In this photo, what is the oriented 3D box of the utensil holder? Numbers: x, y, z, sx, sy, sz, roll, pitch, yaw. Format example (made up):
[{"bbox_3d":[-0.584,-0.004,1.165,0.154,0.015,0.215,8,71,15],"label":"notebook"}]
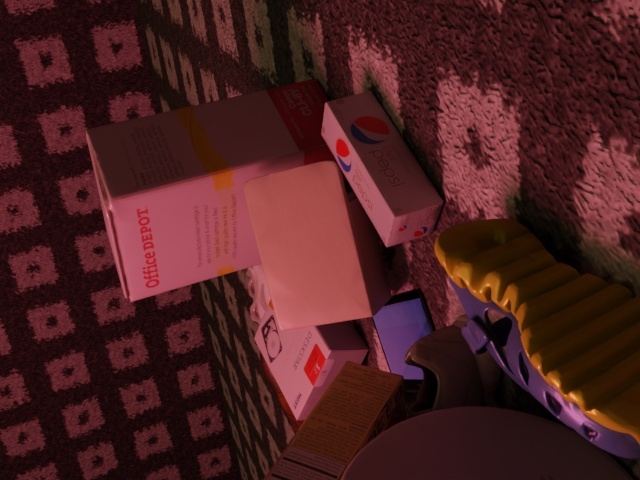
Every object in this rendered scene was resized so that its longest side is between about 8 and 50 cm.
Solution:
[{"bbox_3d":[0.169,0.421,0.801,0.327,0.328,0.385,-132,32,-54],"label":"utensil holder"}]

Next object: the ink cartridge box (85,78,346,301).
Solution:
[{"bbox_3d":[-0.165,-0.081,1.252,0.279,0.385,0.160,99,149,-54],"label":"ink cartridge box"}]

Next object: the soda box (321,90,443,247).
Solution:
[{"bbox_3d":[0.077,-0.100,1.015,0.069,0.074,0.216,98,150,-53],"label":"soda box"}]

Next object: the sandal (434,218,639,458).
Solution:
[{"bbox_3d":[0.218,0.096,0.715,0.317,0.126,0.138,-121,17,-60],"label":"sandal"}]

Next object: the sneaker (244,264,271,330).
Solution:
[{"bbox_3d":[-0.104,0.043,1.673,0.146,0.123,0.330,-33,72,53],"label":"sneaker"}]

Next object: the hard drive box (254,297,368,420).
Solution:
[{"bbox_3d":[-0.024,0.199,1.473,0.232,0.089,0.181,53,129,45],"label":"hard drive box"}]

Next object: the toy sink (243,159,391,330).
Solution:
[{"bbox_3d":[0.000,0.000,1.149,0.131,0.153,0.234,-31,-73,-68],"label":"toy sink"}]

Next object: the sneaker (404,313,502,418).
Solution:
[{"bbox_3d":[0.172,0.231,0.951,0.099,0.121,0.262,175,79,-73],"label":"sneaker"}]

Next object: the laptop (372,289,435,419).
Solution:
[{"bbox_3d":[0.092,0.230,1.165,0.137,0.264,0.234,37,163,-6],"label":"laptop"}]

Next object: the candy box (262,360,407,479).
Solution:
[{"bbox_3d":[0.004,0.315,0.882,0.088,0.316,0.182,11,128,27],"label":"candy box"}]

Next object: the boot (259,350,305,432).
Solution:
[{"bbox_3d":[-0.044,0.374,1.784,0.280,0.096,0.264,-163,59,-68],"label":"boot"}]
